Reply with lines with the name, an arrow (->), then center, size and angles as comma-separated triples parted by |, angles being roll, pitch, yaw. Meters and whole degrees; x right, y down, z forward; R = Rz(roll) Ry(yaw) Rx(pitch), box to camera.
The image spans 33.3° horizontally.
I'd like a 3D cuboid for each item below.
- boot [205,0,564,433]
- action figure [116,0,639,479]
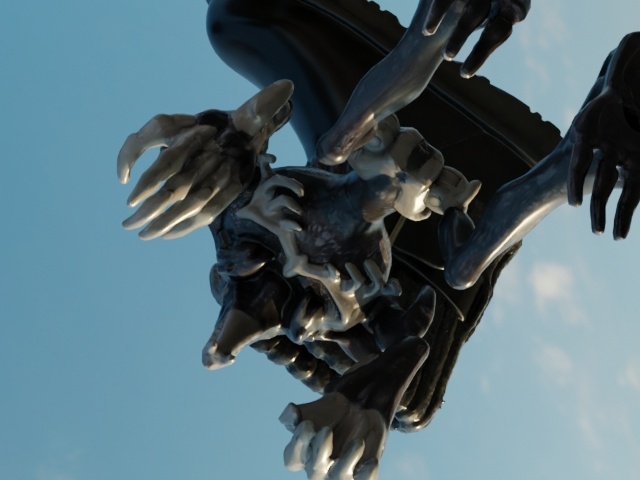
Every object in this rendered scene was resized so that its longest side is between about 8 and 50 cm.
boot -> -0.004, -0.044, 0.817 | 0.348, 0.260, 0.131 | 33, 167, 15
action figure -> 0.000, 0.000, 0.425 | 0.164, 0.275, 0.141 | 47, -129, 0
